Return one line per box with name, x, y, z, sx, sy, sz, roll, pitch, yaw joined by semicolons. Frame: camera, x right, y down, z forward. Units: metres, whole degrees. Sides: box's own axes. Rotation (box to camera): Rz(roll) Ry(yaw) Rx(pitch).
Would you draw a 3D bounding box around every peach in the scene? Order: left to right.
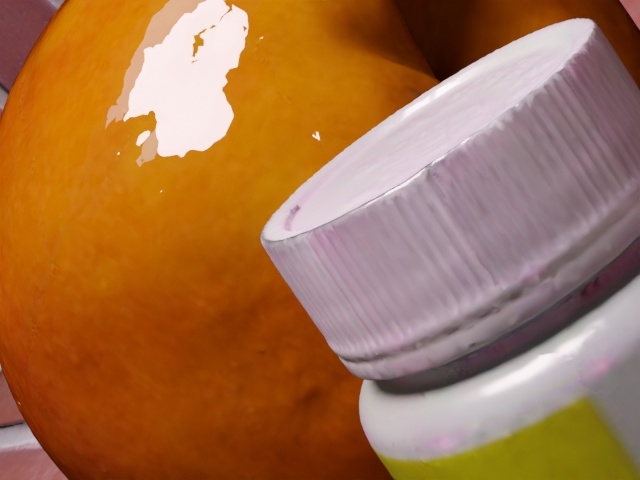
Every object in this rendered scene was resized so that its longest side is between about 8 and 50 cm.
peach;0.000;0.000;0.700;0.302;0.343;0.342;-40;15;42

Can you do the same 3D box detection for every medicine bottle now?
medicine bottle;0.094;0.056;0.471;0.139;0.225;0.139;-33;11;7
